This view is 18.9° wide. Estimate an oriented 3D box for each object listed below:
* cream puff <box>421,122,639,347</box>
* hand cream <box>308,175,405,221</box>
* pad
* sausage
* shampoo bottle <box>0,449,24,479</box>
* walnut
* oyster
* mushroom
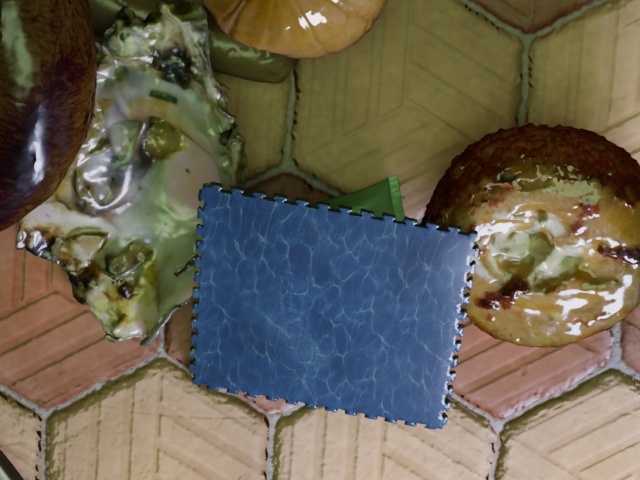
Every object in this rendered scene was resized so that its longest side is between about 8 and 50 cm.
[{"bbox_3d":[0.217,-0.009,1.829,0.240,0.164,0.240,5,117,10],"label":"cream puff"},{"bbox_3d":[0.000,0.000,1.894,0.175,0.046,0.095,-13,98,-5],"label":"hand cream"},{"bbox_3d":[0.007,0.068,1.839,0.269,0.012,0.269,9,131,5],"label":"pad"},{"bbox_3d":[-0.169,-0.216,1.847,0.301,0.066,0.066,19,98,-2],"label":"sausage"},{"bbox_3d":[-0.418,0.191,1.898,0.125,0.084,0.350,-42,97,3],"label":"shampoo bottle"},{"bbox_3d":[-0.024,-0.257,1.758,0.193,0.226,0.193,0,91,12],"label":"walnut"},{"bbox_3d":[-0.162,-0.071,1.851,0.201,0.107,0.354,25,119,-1],"label":"oyster"},{"bbox_3d":[-0.337,-0.164,1.745,0.239,0.345,0.345,-40,99,-31],"label":"mushroom"}]
